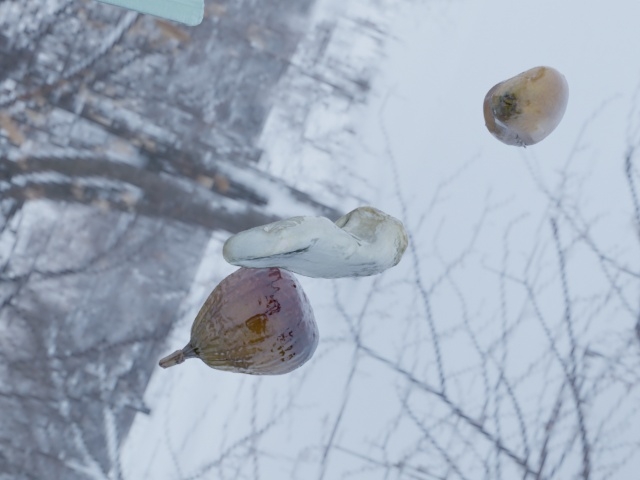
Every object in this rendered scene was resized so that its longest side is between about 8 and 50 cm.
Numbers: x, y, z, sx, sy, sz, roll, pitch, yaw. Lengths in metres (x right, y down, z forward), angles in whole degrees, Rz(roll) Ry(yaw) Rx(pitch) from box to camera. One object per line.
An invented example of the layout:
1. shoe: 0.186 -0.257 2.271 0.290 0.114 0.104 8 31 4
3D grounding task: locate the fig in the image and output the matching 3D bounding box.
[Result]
1. fig: -0.072 0.075 1.235 0.153 0.119 0.119 -7 48 31

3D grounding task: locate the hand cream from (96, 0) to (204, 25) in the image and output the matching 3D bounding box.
1. hand cream: -0.074 -0.192 0.549 0.050 0.078 0.205 143 136 -67

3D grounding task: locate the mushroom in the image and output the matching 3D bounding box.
1. mushroom: -0.003 0.001 0.929 0.059 0.054 0.202 -28 -14 30

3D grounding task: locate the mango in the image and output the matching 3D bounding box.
1. mango: 0.242 -0.154 1.486 0.105 0.084 0.159 -30 4 4
